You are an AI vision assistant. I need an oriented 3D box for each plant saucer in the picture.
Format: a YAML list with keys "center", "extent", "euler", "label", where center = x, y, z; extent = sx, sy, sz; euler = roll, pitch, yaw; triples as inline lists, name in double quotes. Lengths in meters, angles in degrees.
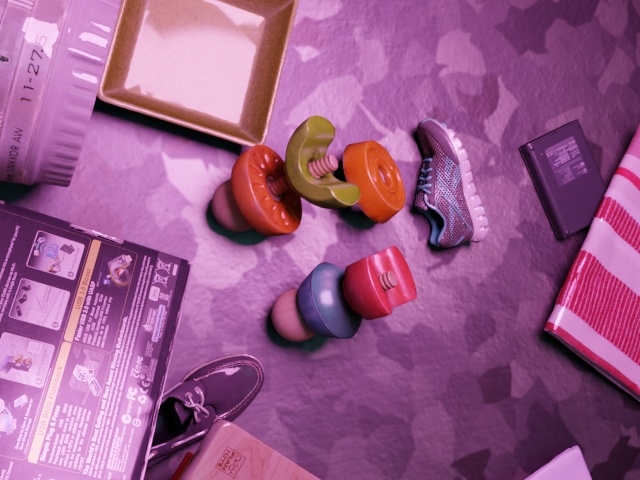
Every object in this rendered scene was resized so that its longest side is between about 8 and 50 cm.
- center: [-0.135, -0.211, 0.897]
  extent: [0.188, 0.045, 0.188]
  euler: [16, 80, -19]
  label: "plant saucer"

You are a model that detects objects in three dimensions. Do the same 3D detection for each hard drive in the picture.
- center: [0.330, -0.081, 1.075]
  extent: [0.094, 0.022, 0.135]
  euler: [-26, 95, -21]
  label: "hard drive"

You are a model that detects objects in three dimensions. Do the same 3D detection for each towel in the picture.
- center: [0.449, 0.034, 1.092]
  extent: [0.237, 0.037, 0.329]
  euler: [35, 75, -21]
  label: "towel"

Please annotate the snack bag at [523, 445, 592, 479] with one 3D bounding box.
- center: [0.250, 0.458, 0.998]
  extent: [0.342, 0.037, 0.323]
  euler: [-27, 96, -20]
  label: "snack bag"

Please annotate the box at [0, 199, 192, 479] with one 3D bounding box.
- center: [-0.307, 0.154, 0.707]
  extent: [0.318, 0.097, 0.395]
  euler: [19, 57, -20]
  label: "box"

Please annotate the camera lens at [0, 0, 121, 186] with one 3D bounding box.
- center: [-0.338, -0.178, 0.725]
  extent: [0.274, 0.219, 0.219]
  euler: [15, 81, -19]
  label: "camera lens"

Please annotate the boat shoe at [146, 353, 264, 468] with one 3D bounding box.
- center: [-0.142, 0.187, 0.854]
  extent: [0.206, 0.065, 0.075]
  euler: [-28, 96, -20]
  label: "boat shoe"

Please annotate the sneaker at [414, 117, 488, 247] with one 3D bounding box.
- center: [0.145, -0.066, 0.986]
  extent: [0.076, 0.065, 0.167]
  euler: [-22, 92, -17]
  label: "sneaker"

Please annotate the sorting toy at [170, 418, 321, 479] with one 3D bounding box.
- center: [-0.081, 0.350, 0.819]
  extent: [0.255, 0.089, 0.257]
  euler: [38, 71, -21]
  label: "sorting toy"

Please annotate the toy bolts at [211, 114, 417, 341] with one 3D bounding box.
- center: [0.000, 0.000, 0.914]
  extent: [0.218, 0.158, 0.229]
  euler: [-7, 75, -61]
  label: "toy bolts"
